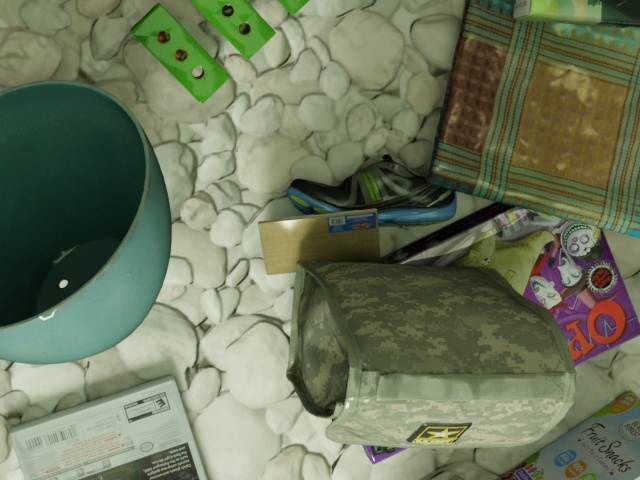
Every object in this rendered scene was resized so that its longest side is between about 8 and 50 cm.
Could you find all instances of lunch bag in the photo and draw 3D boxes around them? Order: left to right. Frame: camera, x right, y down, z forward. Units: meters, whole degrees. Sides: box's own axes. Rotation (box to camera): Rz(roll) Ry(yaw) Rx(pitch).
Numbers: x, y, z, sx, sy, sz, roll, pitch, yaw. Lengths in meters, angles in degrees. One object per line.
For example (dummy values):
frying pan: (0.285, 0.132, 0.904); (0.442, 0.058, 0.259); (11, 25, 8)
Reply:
lunch bag: (0.107, 0.125, 1.811); (0.235, 0.287, 0.169); (3, 101, -12)

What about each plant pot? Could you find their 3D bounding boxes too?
plant pot: (-0.268, 0.012, 1.791); (0.290, 0.290, 0.195); (-34, 142, -2)

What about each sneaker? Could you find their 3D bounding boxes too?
sneaker: (0.055, -0.055, 1.930); (0.188, 0.067, 0.078); (0, 82, -9)

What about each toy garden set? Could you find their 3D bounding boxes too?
toy garden set: (-0.109, -0.301, 1.847); (0.244, 0.049, 0.204); (-44, 108, 2)

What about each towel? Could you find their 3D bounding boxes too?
towel: (0.318, -0.148, 1.939); (0.370, 0.040, 0.271); (13, 87, -13)

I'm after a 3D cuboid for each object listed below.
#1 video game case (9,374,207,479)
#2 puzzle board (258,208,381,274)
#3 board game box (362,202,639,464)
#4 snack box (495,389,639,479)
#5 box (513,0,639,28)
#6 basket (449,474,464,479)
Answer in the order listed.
video game case: (-0.228, 0.257, 1.960); (0.190, 0.022, 0.173); (-18, 105, -7)
puzzle board: (0.000, 0.000, 1.914); (0.128, 0.011, 0.096); (-7, 143, 0)
board game box: (0.170, 0.086, 1.986); (0.347, 0.056, 0.208); (-26, 110, -4)
snack box: (0.310, 0.275, 1.986); (0.207, 0.174, 0.070); (-32, 109, -3)
box: (0.372, -0.342, 1.902); (0.322, 0.058, 0.232); (2, 91, -10)
basket: (0.137, 0.361, 2.010); (0.167, 0.103, 0.113); (-39, 106, -1)
